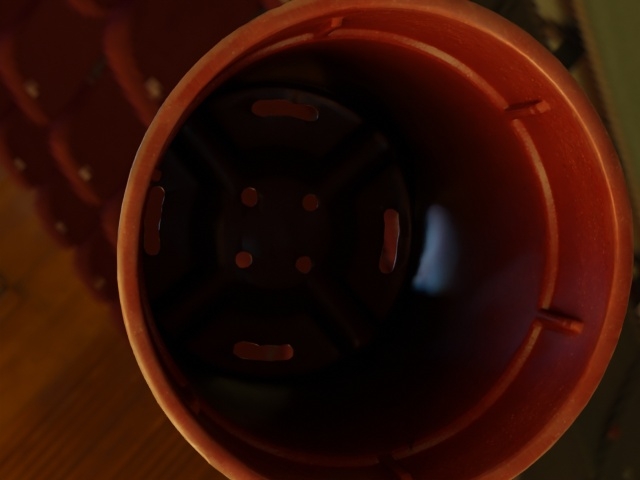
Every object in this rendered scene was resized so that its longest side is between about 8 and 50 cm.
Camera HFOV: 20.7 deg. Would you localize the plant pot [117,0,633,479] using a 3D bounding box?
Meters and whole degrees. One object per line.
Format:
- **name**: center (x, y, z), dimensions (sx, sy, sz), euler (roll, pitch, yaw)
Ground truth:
- **plant pot**: center (0.000, 0.000, 1.008), dimensions (0.272, 0.272, 0.265), euler (47, 172, -12)
